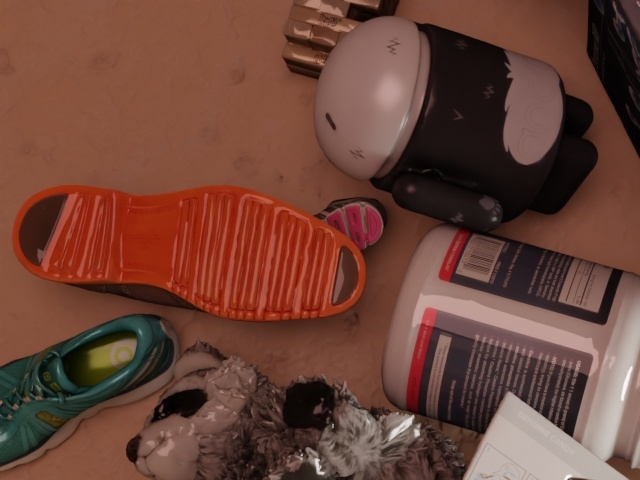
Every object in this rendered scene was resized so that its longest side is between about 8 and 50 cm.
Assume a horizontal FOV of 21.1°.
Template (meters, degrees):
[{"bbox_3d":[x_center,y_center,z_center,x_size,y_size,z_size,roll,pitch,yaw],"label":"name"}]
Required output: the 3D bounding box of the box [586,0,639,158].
[{"bbox_3d":[0.425,-0.099,1.604,0.212,0.293,0.395,-25,76,3],"label":"box"}]

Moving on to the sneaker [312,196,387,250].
[{"bbox_3d":[0.000,0.000,1.774,0.170,0.075,0.063,-24,94,26],"label":"sneaker"}]

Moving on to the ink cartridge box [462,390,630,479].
[{"bbox_3d":[0.204,0.310,1.559,0.275,0.060,0.239,37,65,-15],"label":"ink cartridge box"}]

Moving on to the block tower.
[{"bbox_3d":[0.058,-0.333,1.813,0.097,0.091,0.335,16,82,11],"label":"block tower"}]

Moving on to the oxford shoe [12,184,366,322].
[{"bbox_3d":[-0.122,0.013,1.747,0.364,0.133,0.130,11,81,15],"label":"oxford shoe"}]

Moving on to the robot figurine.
[{"bbox_3d":[0.129,-0.115,1.692,0.278,0.209,0.173,16,97,-16],"label":"robot figurine"}]

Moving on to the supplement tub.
[{"bbox_3d":[0.210,0.104,1.650,0.272,0.191,0.191,16,82,12],"label":"supplement tub"}]

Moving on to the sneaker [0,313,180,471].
[{"bbox_3d":[-0.278,0.147,1.761,0.275,0.110,0.107,-30,76,3],"label":"sneaker"}]

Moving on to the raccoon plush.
[{"bbox_3d":[0.028,0.249,1.692,0.446,0.299,0.216,25,89,-27],"label":"raccoon plush"}]
